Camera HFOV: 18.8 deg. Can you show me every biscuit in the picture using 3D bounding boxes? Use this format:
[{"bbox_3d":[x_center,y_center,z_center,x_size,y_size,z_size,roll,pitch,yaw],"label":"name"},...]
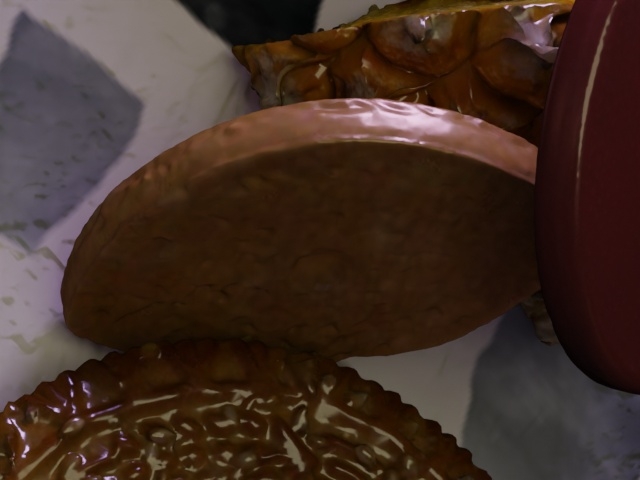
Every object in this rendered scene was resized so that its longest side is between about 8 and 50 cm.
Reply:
[{"bbox_3d":[-0.029,0.182,0.738,0.305,0.038,0.305,7,72,-21],"label":"biscuit"},{"bbox_3d":[0.000,0.000,0.771,0.221,0.142,0.029,-12,49,7],"label":"biscuit"}]

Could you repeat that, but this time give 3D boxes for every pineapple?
[{"bbox_3d":[0.101,-0.035,0.832,0.250,0.140,0.164,1,86,-29],"label":"pineapple"}]

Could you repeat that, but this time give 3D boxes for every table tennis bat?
[{"bbox_3d":[0.171,-0.081,0.778,0.200,0.038,0.310,50,60,-46],"label":"table tennis bat"}]
